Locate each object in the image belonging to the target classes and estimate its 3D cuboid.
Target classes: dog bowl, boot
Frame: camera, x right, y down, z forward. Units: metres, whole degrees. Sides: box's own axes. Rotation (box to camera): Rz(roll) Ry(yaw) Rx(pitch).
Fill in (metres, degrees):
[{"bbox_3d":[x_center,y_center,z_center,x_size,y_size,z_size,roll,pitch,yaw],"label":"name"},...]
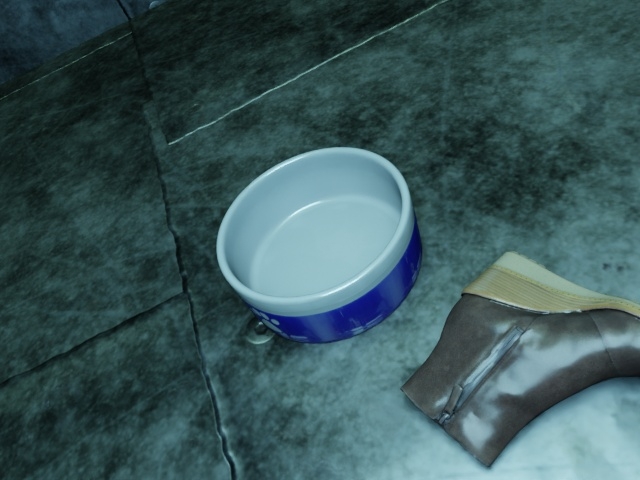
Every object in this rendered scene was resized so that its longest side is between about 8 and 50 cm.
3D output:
[{"bbox_3d":[0.000,0.000,0.716,0.264,0.104,0.265,-12,48,13],"label":"dog bowl"},{"bbox_3d":[0.228,0.141,0.527,0.248,0.090,0.207,31,80,38],"label":"boot"}]
